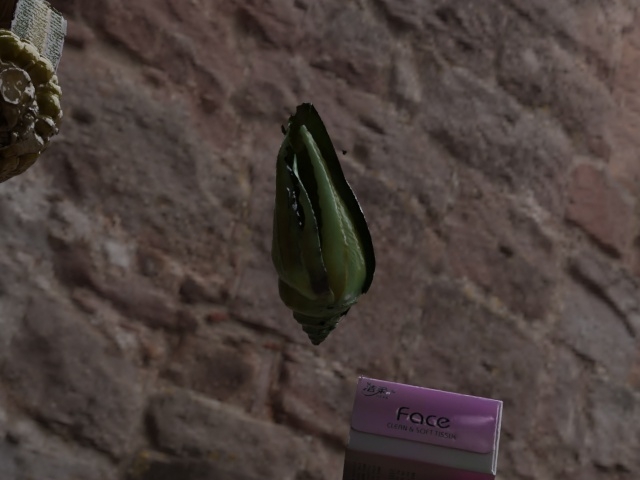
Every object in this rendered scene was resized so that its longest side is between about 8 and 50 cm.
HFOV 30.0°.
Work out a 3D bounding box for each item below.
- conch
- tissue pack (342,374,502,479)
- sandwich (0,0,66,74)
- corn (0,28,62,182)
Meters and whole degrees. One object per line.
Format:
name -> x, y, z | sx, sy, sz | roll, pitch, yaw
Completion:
conch -> -0.003, 0.001, 0.934 | 0.080, 0.095, 0.200 | -5, -50, 15
tissue pack -> 0.096, 0.256, 1.203 | 0.149, 0.092, 0.246 | 10, -44, 6
sandwich -> -0.376, -0.202, 1.347 | 0.163, 0.113, 0.079 | -12, -31, 32
corn -> -0.298, -0.089, 0.979 | 0.119, 0.119, 0.322 | 26, -23, -25
